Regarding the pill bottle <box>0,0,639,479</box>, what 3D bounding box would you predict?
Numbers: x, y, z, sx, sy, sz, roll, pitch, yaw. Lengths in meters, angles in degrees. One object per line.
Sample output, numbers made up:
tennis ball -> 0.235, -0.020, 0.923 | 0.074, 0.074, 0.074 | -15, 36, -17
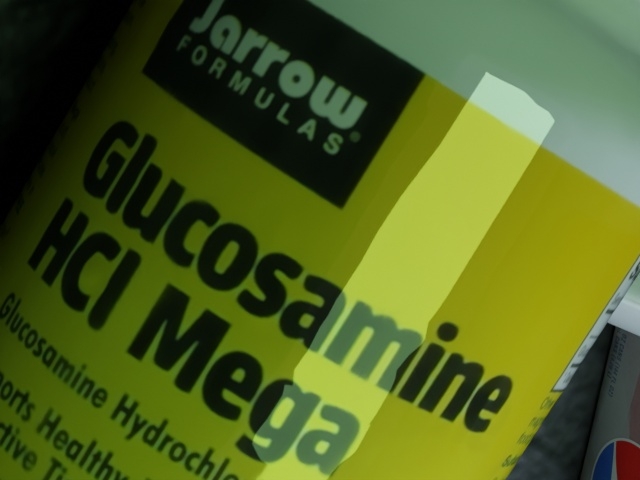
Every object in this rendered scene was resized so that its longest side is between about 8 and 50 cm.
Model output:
pill bottle -> 0.000, 0.000, 0.518 | 0.188, 0.188, 0.334 | 26, 98, -34

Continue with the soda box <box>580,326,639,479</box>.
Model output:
soda box -> 0.174, 0.156, 0.745 | 0.092, 0.083, 0.263 | -2, 113, -27

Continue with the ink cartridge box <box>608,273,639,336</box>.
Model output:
ink cartridge box -> 0.227, -0.003, 0.612 | 0.208, 0.087, 0.153 | 24, 83, 6
